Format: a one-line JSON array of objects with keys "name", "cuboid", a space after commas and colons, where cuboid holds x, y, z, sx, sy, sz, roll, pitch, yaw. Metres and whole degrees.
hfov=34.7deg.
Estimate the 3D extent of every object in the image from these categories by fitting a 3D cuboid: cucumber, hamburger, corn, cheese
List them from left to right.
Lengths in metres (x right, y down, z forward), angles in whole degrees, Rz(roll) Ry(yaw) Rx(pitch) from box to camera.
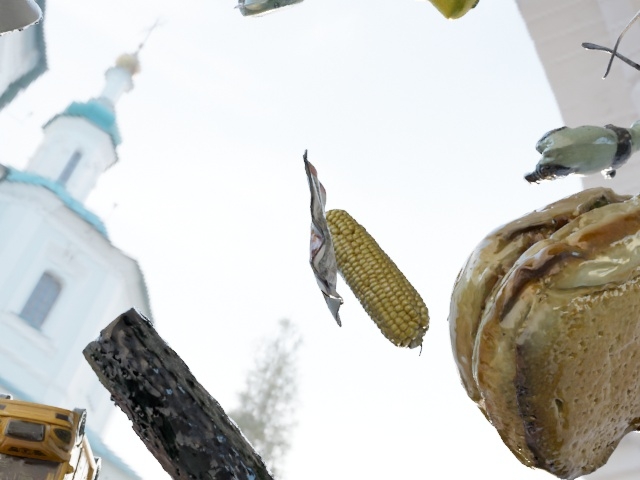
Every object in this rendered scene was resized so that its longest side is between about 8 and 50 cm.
[{"name": "cucumber", "cuboid": [-0.124, 0.155, 0.921, 0.211, 0.078, 0.062, 55, -40, 1]}, {"name": "cheese", "cuboid": [-0.033, -0.208, 0.868, 0.067, 0.120, 0.026, -10, -76, 28]}, {"name": "corn", "cuboid": [0.097, 0.067, 1.814, 0.310, 0.101, 0.101, 56, -37, 20]}, {"name": "hamburger", "cuboid": [0.287, 0.095, 1.119, 0.174, 0.304, 0.284, 27, -46, 59]}]

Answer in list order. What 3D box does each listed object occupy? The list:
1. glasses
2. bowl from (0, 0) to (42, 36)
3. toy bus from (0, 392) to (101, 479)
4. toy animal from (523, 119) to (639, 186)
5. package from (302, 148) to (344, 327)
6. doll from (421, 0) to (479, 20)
[{"name": "glasses", "cuboid": [0.385, -0.237, 1.257, 0.103, 0.062, 0.140, 16, -27, 47]}, {"name": "bowl", "cuboid": [-0.494, -0.337, 1.165, 0.345, 0.345, 0.157, 10, -67, 10]}, {"name": "toy bus", "cuboid": [-0.216, 0.179, 0.791, 0.069, 0.074, 0.162, 9, -32, 1]}, {"name": "toy animal", "cuboid": [0.441, -0.149, 1.645, 0.225, 0.094, 0.121, -6, -6, -11]}, {"name": "package", "cuboid": [0.000, 0.000, 1.470, 0.040, 0.232, 0.166, -11, -24, 5]}, {"name": "doll", "cuboid": [0.100, -0.213, 0.669, 0.135, 0.071, 0.113, -42, -23, 12]}]
